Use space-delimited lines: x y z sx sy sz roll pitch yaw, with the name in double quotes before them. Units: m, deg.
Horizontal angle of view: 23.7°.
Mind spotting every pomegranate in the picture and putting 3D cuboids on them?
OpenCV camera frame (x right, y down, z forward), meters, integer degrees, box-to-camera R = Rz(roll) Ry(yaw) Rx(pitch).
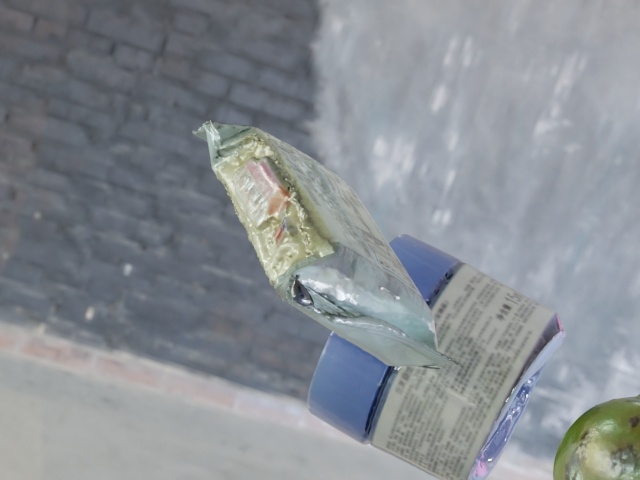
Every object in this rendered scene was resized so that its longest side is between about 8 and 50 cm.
"pomegranate" 0.280 0.169 1.223 0.156 0.220 0.156 34 13 -9

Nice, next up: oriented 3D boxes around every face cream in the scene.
"face cream" 0.139 0.149 1.791 0.225 0.249 0.249 29 13 15

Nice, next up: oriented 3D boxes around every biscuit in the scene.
"biscuit" -0.003 -0.002 1.371 0.186 0.079 0.309 28 19 -35
